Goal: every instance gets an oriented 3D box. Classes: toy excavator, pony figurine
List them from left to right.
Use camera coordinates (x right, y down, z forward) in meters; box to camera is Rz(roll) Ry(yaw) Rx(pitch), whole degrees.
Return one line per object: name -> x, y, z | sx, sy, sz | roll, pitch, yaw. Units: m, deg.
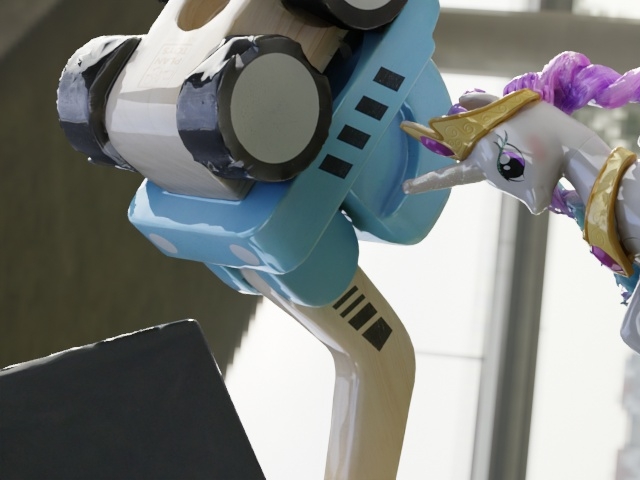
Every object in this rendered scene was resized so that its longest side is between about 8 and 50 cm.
toy excavator -> 0.000, 0.000, 1.530 | 0.445, 0.222, 0.433 | 44, -113, -33
pony figurine -> 0.282, -0.073, 1.359 | 0.351, 0.363, 0.303 | -47, -20, -10

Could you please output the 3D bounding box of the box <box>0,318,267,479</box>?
box -> -0.127, 0.250, 1.114 | 0.296, 0.182, 0.294 | 65, 152, 18
